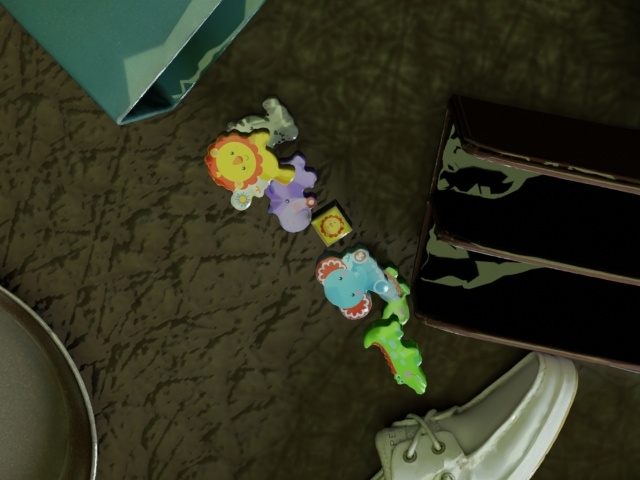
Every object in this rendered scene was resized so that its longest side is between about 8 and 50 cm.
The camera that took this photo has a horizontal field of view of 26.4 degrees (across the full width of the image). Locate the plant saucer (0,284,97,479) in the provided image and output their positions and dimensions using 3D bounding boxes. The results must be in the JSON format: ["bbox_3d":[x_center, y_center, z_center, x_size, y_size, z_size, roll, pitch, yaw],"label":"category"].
[{"bbox_3d":[-0.329,0.153,1.089,0.310,0.050,0.311,0,103,1],"label":"plant saucer"}]

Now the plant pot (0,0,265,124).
[{"bbox_3d":[-0.154,-0.223,0.936,0.234,0.166,0.165,41,101,-1],"label":"plant pot"}]

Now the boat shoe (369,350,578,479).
[{"bbox_3d":[0.083,0.180,1.059,0.096,0.098,0.277,39,103,-8],"label":"boat shoe"}]

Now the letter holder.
[{"bbox_3d":[0.225,0.015,0.923,0.302,0.214,0.152,11,103,0],"label":"letter holder"}]

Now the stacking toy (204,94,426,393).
[{"bbox_3d":[0.000,0.000,0.981,0.052,0.167,0.221,-34,101,9],"label":"stacking toy"}]

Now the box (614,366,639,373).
[{"bbox_3d":[0.222,0.015,1.050,0.116,0.029,0.162,15,103,-1],"label":"box"}]
